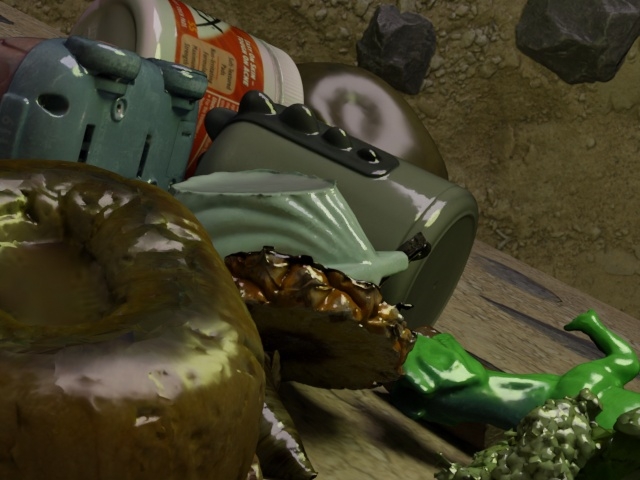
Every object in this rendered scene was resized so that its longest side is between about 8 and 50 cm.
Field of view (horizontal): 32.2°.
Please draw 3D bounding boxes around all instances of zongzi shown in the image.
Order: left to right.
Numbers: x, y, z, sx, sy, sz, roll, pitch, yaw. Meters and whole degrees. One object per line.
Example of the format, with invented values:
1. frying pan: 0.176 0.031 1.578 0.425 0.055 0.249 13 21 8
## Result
1. zongzi: -0.038 0.113 0.723 0.184 0.084 0.187 24 1 29

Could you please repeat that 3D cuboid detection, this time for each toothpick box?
1. toothpick box: -0.006 -0.031 1.204 0.316 0.229 0.229 29 10 20

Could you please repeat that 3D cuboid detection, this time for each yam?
1. yam: 0.127 0.141 1.059 0.127 0.084 0.084 31 10 32

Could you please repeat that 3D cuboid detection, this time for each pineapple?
1. pineapple: -0.023 0.074 0.888 0.221 0.047 0.221 11 -27 6

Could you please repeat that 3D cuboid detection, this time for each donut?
1. donut: -0.137 0.058 0.529 0.209 0.128 0.261 -3 30 -27

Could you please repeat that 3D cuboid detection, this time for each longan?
1. longan: 0.023 -0.105 1.582 0.350 0.288 0.288 35 12 22

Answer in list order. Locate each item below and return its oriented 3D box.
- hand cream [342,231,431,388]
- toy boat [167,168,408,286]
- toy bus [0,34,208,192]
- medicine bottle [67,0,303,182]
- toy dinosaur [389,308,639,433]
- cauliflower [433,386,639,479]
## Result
1. hand cream: 0.047 0.062 1.026 0.039 0.163 0.062 31 9 -2
2. toy boat: -0.064 -0.006 0.999 0.290 0.100 0.199 8 18 38
3. toy bus: -0.267 -0.111 1.112 0.232 0.197 0.294 18 8 20
4. medicine bottle: -0.189 -0.169 1.405 0.241 0.252 0.252 19 11 -39
5. toy dinosaur: 0.266 0.225 0.834 0.375 0.144 0.500 7 31 -13
6. cauliflower: 0.217 0.168 0.628 0.272 0.250 0.275 35 8 35
